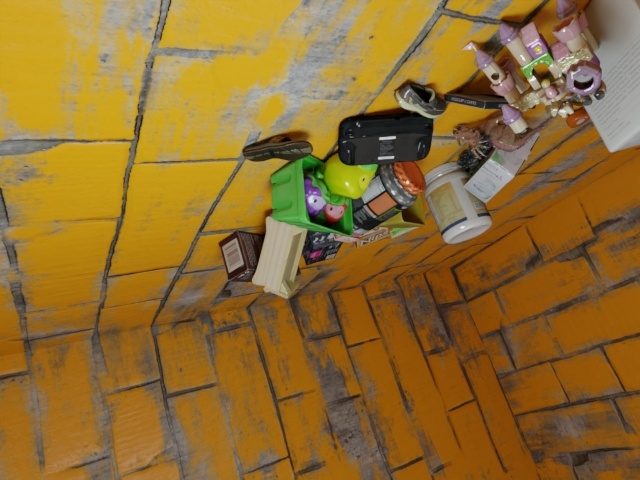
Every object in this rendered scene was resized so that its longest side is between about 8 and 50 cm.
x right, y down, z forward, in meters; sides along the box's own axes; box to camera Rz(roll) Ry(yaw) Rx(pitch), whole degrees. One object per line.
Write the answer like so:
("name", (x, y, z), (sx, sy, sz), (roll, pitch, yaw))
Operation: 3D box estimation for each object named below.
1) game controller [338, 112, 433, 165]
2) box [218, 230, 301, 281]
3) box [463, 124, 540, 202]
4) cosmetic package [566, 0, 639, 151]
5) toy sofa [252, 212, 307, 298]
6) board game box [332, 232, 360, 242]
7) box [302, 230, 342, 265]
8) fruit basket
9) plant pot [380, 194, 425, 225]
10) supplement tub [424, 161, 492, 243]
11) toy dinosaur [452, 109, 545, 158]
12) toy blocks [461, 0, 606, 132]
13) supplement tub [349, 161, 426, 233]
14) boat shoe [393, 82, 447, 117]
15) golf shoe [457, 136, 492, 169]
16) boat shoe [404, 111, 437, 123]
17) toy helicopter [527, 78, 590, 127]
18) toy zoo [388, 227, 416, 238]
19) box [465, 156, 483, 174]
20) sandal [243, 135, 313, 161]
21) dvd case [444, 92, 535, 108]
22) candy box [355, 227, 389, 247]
("game controller", (0.215, -0.328, 1.607), (0.318, 0.067, 0.167), (-5, 132, -7))
("box", (-0.273, 0.083, 2.257), (0.143, 0.191, 0.381), (-30, 158, 30))
("box", (0.737, -0.321, 1.996), (0.262, 0.126, 0.231), (-51, 174, -23))
("cosmetic package", (0.966, -0.527, 1.401), (0.329, 0.394, 0.327), (-16, 162, -9))
("toy sofa", (-0.152, 0.045, 2.070), (0.150, 0.177, 0.363), (-47, 155, -63))
("board game box", (0.086, -0.088, 2.109), (0.045, 0.194, 0.146), (-30, 160, 30))
("box", (0.000, 0.000, 2.362), (0.163, 0.142, 0.247), (-15, 163, -16))
("fruit basket", (0.050, -0.176, 1.763), (0.391, 0.283, 0.392), (-3, 170, 0))
("plant pot", (0.318, -0.153, 2.170), (0.187, 0.213, 0.212), (-16, 167, 37))
("supplement tub", (0.603, -0.169, 2.192), (0.228, 0.317, 0.228), (-17, 162, -6))
("toy dinosaur", (0.660, -0.379, 1.810), (0.200, 0.295, 0.127), (-53, 141, -19))
("toy blocks", (0.580, -0.501, 1.343), (0.260, 0.309, 0.288), (43, 137, -21))
("supplement tub", (0.240, -0.184, 1.966), (0.338, 0.207, 0.207), (-32, 158, 35))
("boat shoe", (0.328, -0.439, 1.526), (0.223, 0.080, 0.073), (1, 159, -36))
("golf shoe", (0.661, -0.384, 2.054), (0.093, 0.077, 0.198), (-32, 174, -44))
("boat shoe", (0.283, -0.387, 1.655), (0.227, 0.069, 0.081), (-26, 119, 4))
("toy helicopter", (0.876, -0.529, 1.729), (0.354, 0.140, 0.235), (-5, 155, -30))
("toy zoo", (0.404, -0.132, 2.382), (0.192, 0.030, 0.293), (-24, 144, 5))
("box", (0.756, -0.350, 2.260), (0.190, 0.045, 0.184), (-20, 159, 6))
("sandal", (-0.134, -0.292, 1.538), (0.219, 0.060, 0.090), (-6, 157, 6))
("dvd case", (0.553, -0.455, 1.600), (0.238, 0.179, 0.030), (-9, 116, -28))
("candy box", (0.322, -0.070, 2.560), (0.316, 0.088, 0.183), (-19, 160, -1))
